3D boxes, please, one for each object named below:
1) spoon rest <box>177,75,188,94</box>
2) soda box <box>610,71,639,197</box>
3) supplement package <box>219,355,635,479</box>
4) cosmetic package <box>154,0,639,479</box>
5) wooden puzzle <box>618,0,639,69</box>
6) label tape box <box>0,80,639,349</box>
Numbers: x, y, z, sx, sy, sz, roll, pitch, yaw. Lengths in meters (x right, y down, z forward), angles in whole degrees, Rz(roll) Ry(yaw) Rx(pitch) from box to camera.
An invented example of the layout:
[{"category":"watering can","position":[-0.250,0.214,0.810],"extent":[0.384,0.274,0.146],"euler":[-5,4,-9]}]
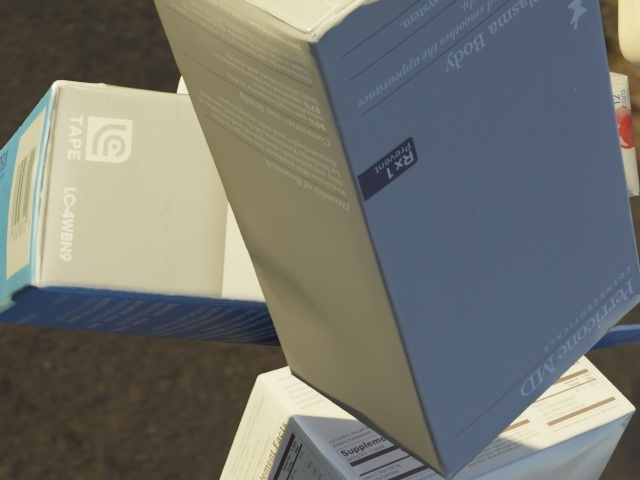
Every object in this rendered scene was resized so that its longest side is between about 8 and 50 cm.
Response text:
[{"category":"spoon rest","position":[-0.090,-0.084,1.689],"extent":[0.276,0.084,0.137],"euler":[-19,110,-76]},{"category":"soda box","position":[0.148,-0.088,1.491],"extent":[0.263,0.083,0.092],"euler":[-148,-132,-72]},{"category":"supplement package","position":[0.067,0.182,1.474],"extent":[0.262,0.204,0.145],"euler":[-16,51,-37]},{"category":"cosmetic package","position":[0.035,-0.038,0.730],"extent":[0.127,0.107,0.238],"euler":[-42,136,-20]},{"category":"wooden puzzle","position":[0.436,-0.341,1.860],"extent":[0.080,0.322,0.347],"euler":[2,87,-70]},{"category":"label tape box","position":[0.000,0.000,1.101],"extent":[0.348,0.249,0.115],"euler":[4,83,-15]}]
